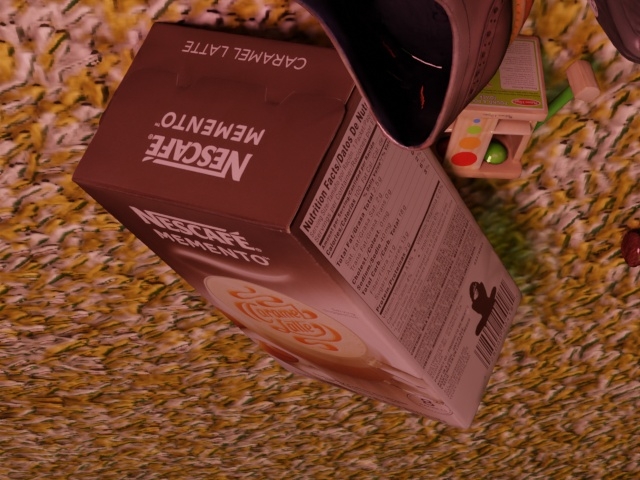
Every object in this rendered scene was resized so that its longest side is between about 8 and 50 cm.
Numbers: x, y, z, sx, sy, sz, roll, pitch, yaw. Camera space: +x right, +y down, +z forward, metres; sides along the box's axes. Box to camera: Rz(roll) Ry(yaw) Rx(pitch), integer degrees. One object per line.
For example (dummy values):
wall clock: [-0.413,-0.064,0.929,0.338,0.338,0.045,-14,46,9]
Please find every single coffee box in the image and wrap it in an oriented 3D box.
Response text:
coffee box: [0.000,0.000,0.638,0.141,0.098,0.246,13,158,34]

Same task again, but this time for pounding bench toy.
pounding bench toy: [0.100,-0.068,0.619,0.083,0.052,0.065,2,148,-5]

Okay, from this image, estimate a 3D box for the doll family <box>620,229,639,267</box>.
doll family: [0.246,-0.008,0.700,0.111,0.076,0.193,-9,150,5]

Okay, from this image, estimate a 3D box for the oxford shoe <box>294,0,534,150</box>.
oxford shoe: [0.020,-0.145,0.421,0.096,0.098,0.271,5,144,30]

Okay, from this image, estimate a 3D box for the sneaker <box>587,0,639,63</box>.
sneaker: [0.193,-0.242,0.285,0.257,0.169,0.447,-15,149,0]
